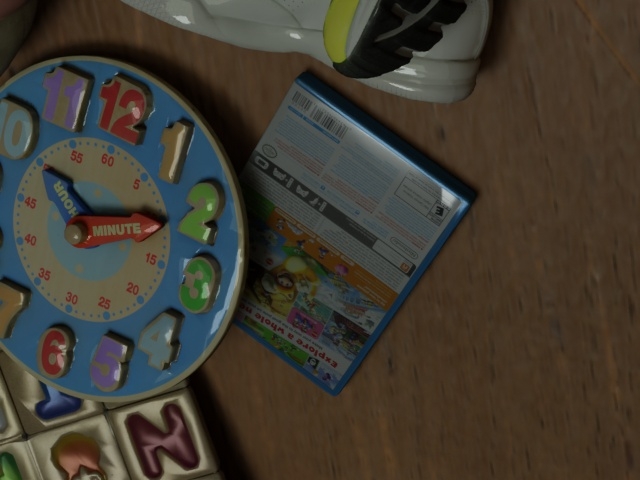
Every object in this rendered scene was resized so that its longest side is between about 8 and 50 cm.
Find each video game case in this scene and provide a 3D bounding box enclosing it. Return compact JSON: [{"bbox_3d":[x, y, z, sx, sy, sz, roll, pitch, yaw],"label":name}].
[{"bbox_3d":[0.000,0.000,0.938,0.119,0.015,0.166,36,125,5],"label":"video game case"}]

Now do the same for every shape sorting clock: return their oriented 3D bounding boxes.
[{"bbox_3d":[-0.135,-0.005,0.956,0.206,0.040,0.206,3,97,25],"label":"shape sorting clock"}]

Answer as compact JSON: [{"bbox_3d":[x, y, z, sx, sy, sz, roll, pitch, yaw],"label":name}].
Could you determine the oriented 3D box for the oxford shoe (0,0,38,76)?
[{"bbox_3d":[-0.330,-0.216,0.908,0.397,0.140,0.146,38,148,5],"label":"oxford shoe"}]

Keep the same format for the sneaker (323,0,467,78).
[{"bbox_3d":[0.036,-0.180,0.774,0.094,0.081,0.209,20,94,27],"label":"sneaker"}]

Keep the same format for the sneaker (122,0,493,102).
[{"bbox_3d":[-0.012,-0.144,0.843,0.212,0.080,0.094,16,110,9],"label":"sneaker"}]

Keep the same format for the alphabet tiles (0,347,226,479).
[{"bbox_3d":[-0.193,0.185,1.050,0.285,0.011,0.343,-17,98,13],"label":"alphabet tiles"}]
